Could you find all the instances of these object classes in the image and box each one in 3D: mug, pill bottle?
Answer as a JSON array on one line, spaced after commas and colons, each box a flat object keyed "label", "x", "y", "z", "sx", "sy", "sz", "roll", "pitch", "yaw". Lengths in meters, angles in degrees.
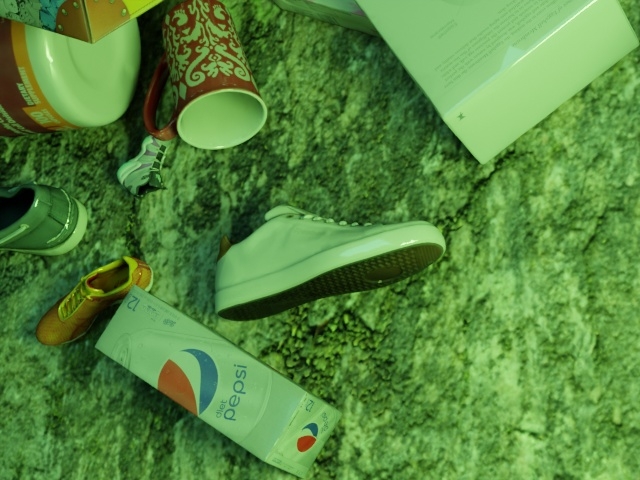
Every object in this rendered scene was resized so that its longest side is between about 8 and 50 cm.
[{"label": "mug", "x": -0.158, "y": -0.211, "z": 1.775, "sx": 0.150, "sy": 0.113, "sz": 0.169, "roll": -12, "pitch": 57, "yaw": -6}, {"label": "pill bottle", "x": -0.458, "y": -0.243, "z": 1.886, "sx": 0.392, "sy": 0.224, "sz": 0.224, "roll": -4, "pitch": 68, "yaw": 27}]

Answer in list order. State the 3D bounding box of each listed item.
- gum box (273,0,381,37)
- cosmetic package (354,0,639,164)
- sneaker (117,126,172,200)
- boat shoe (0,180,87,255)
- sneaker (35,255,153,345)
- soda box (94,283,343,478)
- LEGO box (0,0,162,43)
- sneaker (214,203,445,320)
[{"label": "gum box", "x": 0.023, "y": -0.330, "z": 1.764, "sx": 0.188, "sy": 0.062, "sz": 0.107, "roll": 21, "pitch": 81, "yaw": 32}, {"label": "cosmetic package", "x": 0.195, "y": -0.250, "z": 1.596, "sx": 0.224, "sy": 0.138, "sz": 0.224, "roll": -38, "pitch": 56, "yaw": 9}, {"label": "sneaker", "x": -0.210, "y": -0.092, "z": 1.806, "sx": 0.098, "sy": 0.038, "sz": 0.069, "roll": -48, "pitch": 57, "yaw": 14}, {"label": "boat shoe", "x": -0.463, "y": -0.032, "z": 1.874, "sx": 0.320, "sy": 0.099, "sz": 0.116, "roll": -2, "pitch": 69, "yaw": 27}, {"label": "sneaker", "x": -0.292, "y": 0.070, "z": 1.762, "sx": 0.175, "sy": 0.067, "sz": 0.064, "roll": -36, "pitch": 59, "yaw": 12}, {"label": "soda box", "x": -0.120, "y": 0.158, "z": 1.617, "sx": 0.286, "sy": 0.098, "sz": 0.091, "roll": 29, "pitch": 85, "yaw": 33}, {"label": "LEGO box", "x": -0.253, "y": -0.469, "z": 1.742, "sx": 0.373, "sy": 0.193, "sz": 0.500, "roll": 20, "pitch": 44, "yaw": 33}, {"label": "sneaker", "x": 0.000, "y": 0.000, "z": 1.613, "sx": 0.290, "sy": 0.106, "sz": 0.123, "roll": -15, "pitch": 66, "yaw": 23}]
